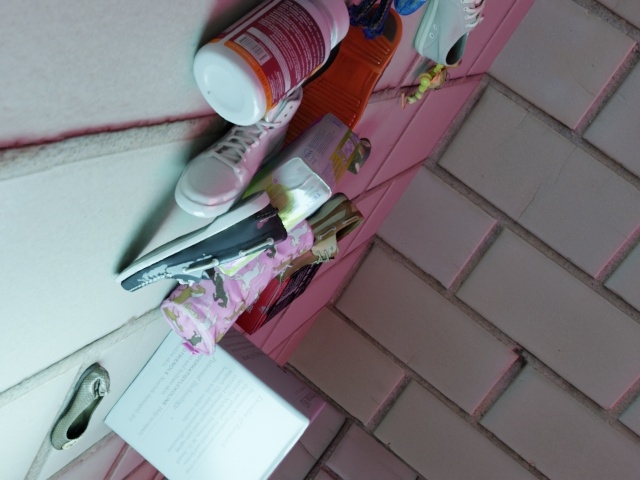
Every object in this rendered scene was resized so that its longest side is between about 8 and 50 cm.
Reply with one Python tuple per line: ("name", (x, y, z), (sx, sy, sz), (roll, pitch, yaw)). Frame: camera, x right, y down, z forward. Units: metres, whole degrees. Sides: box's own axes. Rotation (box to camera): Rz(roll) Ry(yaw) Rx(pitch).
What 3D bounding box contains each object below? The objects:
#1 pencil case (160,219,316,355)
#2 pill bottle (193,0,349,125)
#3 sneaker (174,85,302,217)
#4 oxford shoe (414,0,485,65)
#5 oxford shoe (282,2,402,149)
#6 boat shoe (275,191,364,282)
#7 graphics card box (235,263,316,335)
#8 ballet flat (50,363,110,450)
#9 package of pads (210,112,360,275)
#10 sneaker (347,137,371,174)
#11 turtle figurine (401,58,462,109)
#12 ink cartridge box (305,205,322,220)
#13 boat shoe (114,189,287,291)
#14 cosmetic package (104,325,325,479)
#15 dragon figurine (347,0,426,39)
("pencil case", (-0.179, 0.075, 1.580), (0.386, 0.167, 0.160), (-46, -159, -31))
("pill bottle", (-0.062, -0.268, 0.995), (0.221, 0.121, 0.121), (-46, 169, -30))
("sneaker", (-0.125, -0.170, 1.136), (0.292, 0.108, 0.169), (-56, 175, -48))
("oxford shoe", (0.346, -0.590, 1.726), (0.169, 0.130, 0.449), (-44, 165, -23))
("oxford shoe", (0.043, -0.287, 1.416), (0.364, 0.130, 0.133), (-52, 178, 7))
("boat shoe", (0.000, 0.000, 1.994), (0.324, 0.120, 0.123), (-46, 165, -22))
("graphics card box", (-0.112, 0.123, 2.232), (0.233, 0.094, 0.371), (-58, 168, 29))
("ballet flat", (-0.477, 0.348, 1.439), (0.250, 0.058, 0.084), (-58, 168, 27))
("package of pads", (-0.079, -0.084, 1.298), (0.296, 0.101, 0.229), (-37, -167, 32))
("sneaker", (0.106, -0.258, 2.001), (0.086, 0.064, 0.192), (-58, 172, -13))
("turtle figurine", (0.355, -0.512, 2.155), (0.217, 0.087, 0.270), (-42, 165, -47))
("ink cartridge box", (-0.059, -0.060, 1.974), (0.145, 0.045, 0.179), (-58, 171, 26))
("boat shoe", (-0.198, 0.026, 1.170), (0.302, 0.091, 0.114), (-26, -168, 18))
("cosmetic package", (-0.250, 0.437, 1.821), (0.327, 0.393, 0.329), (-53, 171, 0))
("dragon figurine", (0.140, -0.442, 1.214), (0.289, 0.085, 0.144), (-12, -126, 63))
